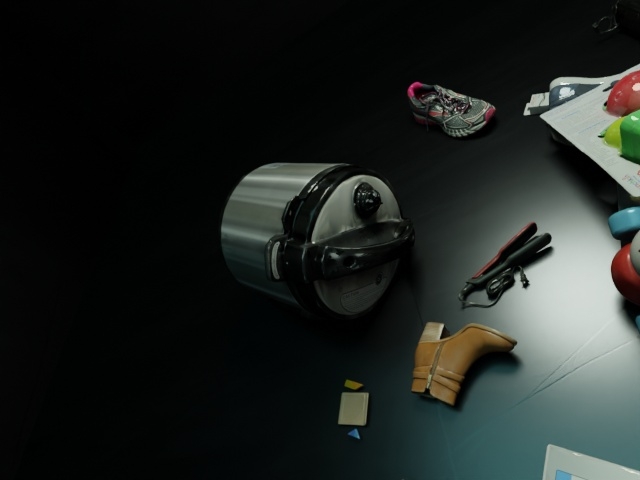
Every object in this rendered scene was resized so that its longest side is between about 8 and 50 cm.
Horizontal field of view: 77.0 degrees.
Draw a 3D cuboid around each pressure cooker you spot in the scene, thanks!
[{"bbox_3d":[-0.001,-0.006,0.971,0.421,0.375,0.369,11,61,43],"label":"pressure cooker"}]

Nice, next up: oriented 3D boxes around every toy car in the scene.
[{"bbox_3d":[0.544,0.023,0.578,0.210,0.238,0.219,-14,67,33],"label":"toy car"}]

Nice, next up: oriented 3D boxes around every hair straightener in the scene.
[{"bbox_3d":[0.392,0.062,0.850,0.230,0.047,0.089,-39,41,5],"label":"hair straightener"}]

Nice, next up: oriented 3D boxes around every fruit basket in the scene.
[{"bbox_3d":[0.658,-0.241,0.759,0.327,0.165,0.353,-27,29,17],"label":"fruit basket"}]

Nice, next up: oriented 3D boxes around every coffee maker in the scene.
[{"bbox_3d":[0.813,-0.535,0.982,0.171,0.120,0.178,-46,34,34],"label":"coffee maker"}]

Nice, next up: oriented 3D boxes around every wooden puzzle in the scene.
[{"bbox_3d":[0.073,0.366,0.878,0.079,0.014,0.116,-9,51,38],"label":"wooden puzzle"}]

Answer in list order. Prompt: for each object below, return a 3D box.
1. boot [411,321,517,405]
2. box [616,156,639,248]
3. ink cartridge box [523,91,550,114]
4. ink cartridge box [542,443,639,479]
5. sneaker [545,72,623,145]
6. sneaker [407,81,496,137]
[{"bbox_3d":[0.272,0.243,0.781,0.197,0.073,0.152,-10,49,48],"label":"boot"},{"bbox_3d":[0.670,-0.095,0.757,0.183,0.056,0.231,-2,55,36],"label":"box"},{"bbox_3d":[0.584,-0.362,1.065,0.083,0.028,0.048,5,60,41],"label":"ink cartridge box"},{"bbox_3d":[0.411,0.454,0.500,0.261,0.066,0.296,2,58,40],"label":"ink cartridge box"},{"bbox_3d":[0.645,-0.296,0.927,0.226,0.086,0.163,8,71,32],"label":"sneaker"},{"bbox_3d":[0.372,-0.393,1.195,0.121,0.112,0.299,-50,42,-7],"label":"sneaker"}]
